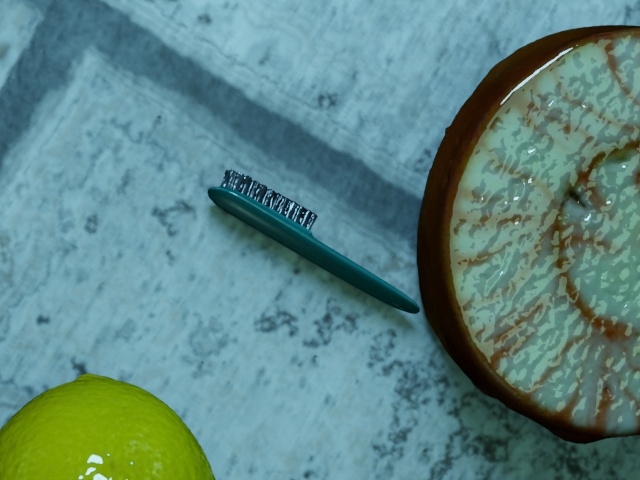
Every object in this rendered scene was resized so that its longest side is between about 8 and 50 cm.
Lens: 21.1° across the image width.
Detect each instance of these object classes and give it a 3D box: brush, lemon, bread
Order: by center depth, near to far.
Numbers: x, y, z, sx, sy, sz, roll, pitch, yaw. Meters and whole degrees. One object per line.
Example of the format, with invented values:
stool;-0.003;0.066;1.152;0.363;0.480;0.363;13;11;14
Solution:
lemon;-0.165;0.206;1.244;0.187;0.187;0.244;6;62;-12
brush;0.000;0.000;1.331;0.193;0.043;0.032;29;72;-14
bread;0.226;-0.011;1.337;0.295;0.114;0.327;30;90;-13
